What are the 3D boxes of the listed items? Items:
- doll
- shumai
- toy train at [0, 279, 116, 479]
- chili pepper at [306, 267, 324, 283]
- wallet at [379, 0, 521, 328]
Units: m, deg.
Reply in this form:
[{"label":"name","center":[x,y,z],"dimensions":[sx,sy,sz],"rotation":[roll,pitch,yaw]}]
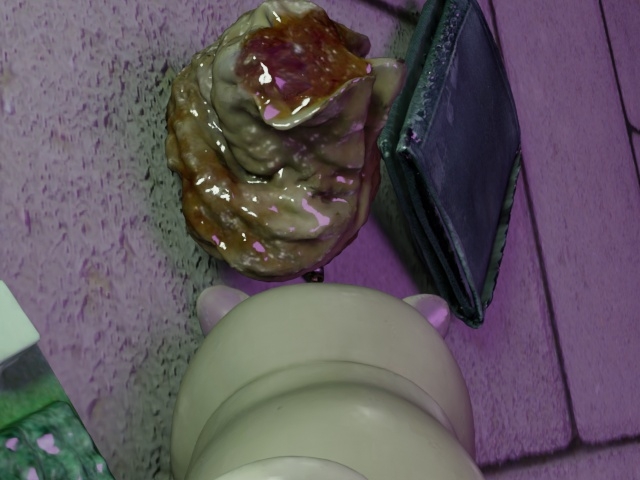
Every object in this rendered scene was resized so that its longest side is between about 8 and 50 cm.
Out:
[{"label":"doll","center":[0.005,0.161,0.676],"dimensions":[0.370,0.215,0.226],"rotation":[-93,-179,-76]},{"label":"shumai","center":[-0.003,-0.093,0.833],"dimensions":[0.184,0.185,0.218],"rotation":[52,35,-7]},{"label":"toy train","center":[-0.165,0.154,0.465],"dimensions":[0.272,0.188,0.159],"rotation":[58,32,6]},{"label":"chili pepper","center":[0.000,0.000,0.977],"dimensions":[0.027,0.022,0.083],"rotation":[24,49,-10]},{"label":"wallet","center":[0.143,-0.099,1.199],"dimensions":[0.237,0.075,0.342],"rotation":[61,31,-31]}]
